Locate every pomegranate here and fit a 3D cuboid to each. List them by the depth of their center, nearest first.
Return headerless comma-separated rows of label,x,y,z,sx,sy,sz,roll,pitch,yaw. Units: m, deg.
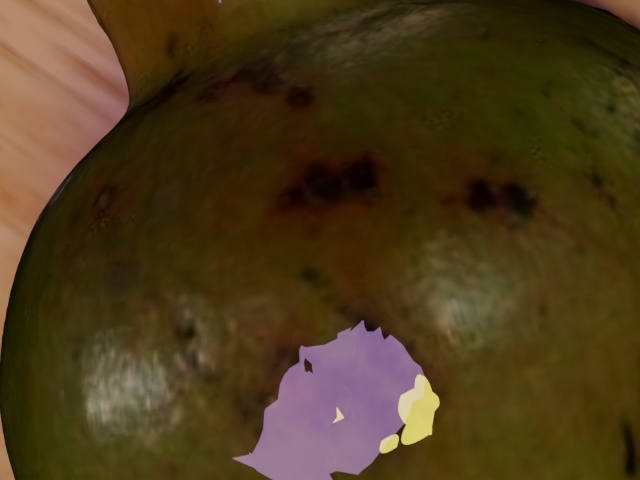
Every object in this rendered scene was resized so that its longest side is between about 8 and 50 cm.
pomegranate,0.013,0.006,0.414,0.190,0.159,0.240,12,105,20
